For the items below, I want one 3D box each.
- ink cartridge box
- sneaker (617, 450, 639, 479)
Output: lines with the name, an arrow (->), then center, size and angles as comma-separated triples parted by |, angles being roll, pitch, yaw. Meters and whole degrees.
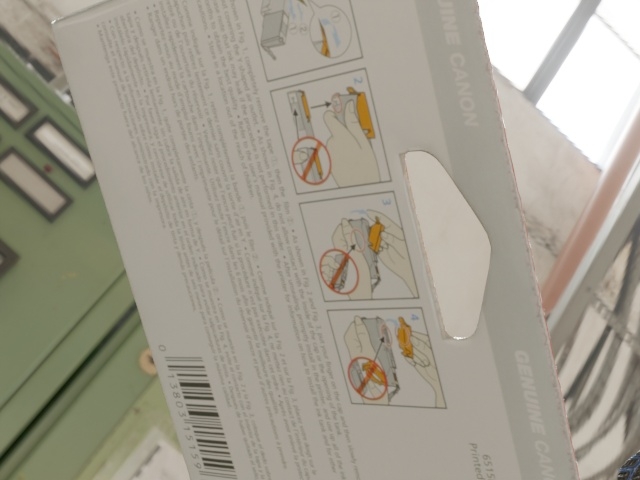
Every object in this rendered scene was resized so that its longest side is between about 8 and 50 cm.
ink cartridge box -> 0.000, 0.000, 0.435 | 0.238, 0.060, 0.275 | -6, -76, 38
sneaker -> 0.552, 0.333, 1.395 | 0.081, 0.211, 0.080 | 56, 0, -38
